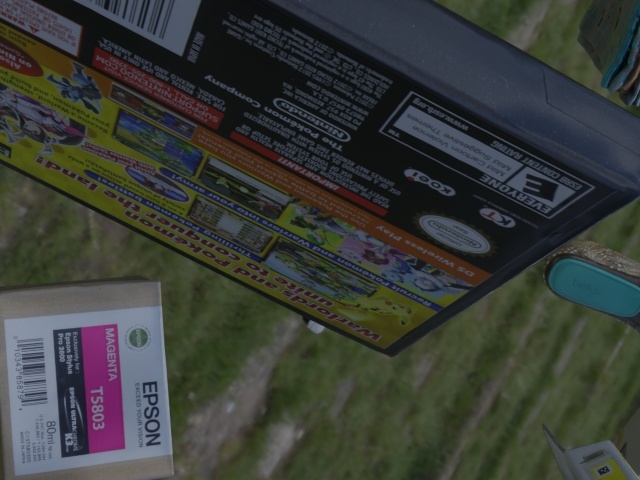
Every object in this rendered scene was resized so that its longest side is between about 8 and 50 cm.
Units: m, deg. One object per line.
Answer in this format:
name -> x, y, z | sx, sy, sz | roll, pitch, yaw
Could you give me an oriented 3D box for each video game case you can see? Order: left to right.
video game case -> -0.041, -0.049, 0.458 | 0.035, 0.275, 0.248 | -66, -173, -25

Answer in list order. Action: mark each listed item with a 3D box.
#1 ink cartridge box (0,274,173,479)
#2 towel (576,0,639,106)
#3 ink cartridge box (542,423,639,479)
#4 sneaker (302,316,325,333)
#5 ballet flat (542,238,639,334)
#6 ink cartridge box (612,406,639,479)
ink cartridge box -> -0.276, 0.163, 1.227 | 0.088, 0.193, 0.234 | -179, -96, -70
towel -> 0.315, -0.337, 1.004 | 0.271, 0.040, 0.370 | -72, 172, -67
ink cartridge box -> 0.364, 0.382, 1.179 | 0.072, 0.303, 0.307 | -23, -161, 5
sneaker -> 0.000, 0.000, 1.232 | 0.217, 0.121, 0.079 | -58, 179, -36
ballet flat -> 0.304, 0.052, 0.978 | 0.073, 0.206, 0.067 | -63, 176, 31
ink cartridge box -> 0.507, 0.356, 1.603 | 0.127, 0.128, 0.176 | -74, -176, -47
